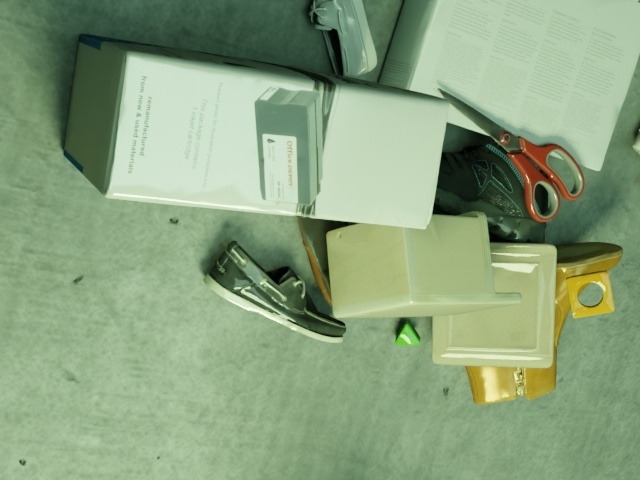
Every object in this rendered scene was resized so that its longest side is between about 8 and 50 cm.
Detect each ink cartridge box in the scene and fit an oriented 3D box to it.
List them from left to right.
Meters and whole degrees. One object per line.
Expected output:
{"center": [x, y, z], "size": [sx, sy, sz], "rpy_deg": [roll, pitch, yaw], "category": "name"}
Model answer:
{"center": [-0.086, -0.134, 1.391], "size": [0.395, 0.285, 0.166], "rpy_deg": [6, 101, -24], "category": "ink cartridge box"}

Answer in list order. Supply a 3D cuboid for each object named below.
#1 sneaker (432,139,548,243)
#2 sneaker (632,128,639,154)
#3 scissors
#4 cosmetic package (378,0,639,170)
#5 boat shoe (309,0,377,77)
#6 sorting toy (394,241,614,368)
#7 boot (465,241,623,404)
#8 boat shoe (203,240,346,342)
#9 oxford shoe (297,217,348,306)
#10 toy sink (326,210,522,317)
{"center": [0.203, -0.089, 1.683], "size": [0.341, 0.125, 0.139], "rpy_deg": [19, 80, -36], "category": "sneaker"}
{"center": [0.558, -0.182, 1.842], "size": [0.115, 0.090, 0.232], "rpy_deg": [-14, 109, -20], "category": "sneaker"}
{"center": [0.279, -0.146, 1.642], "size": [0.109, 0.021, 0.297], "rpy_deg": [-48, 116, -10], "category": "scissors"}
{"center": [0.292, -0.287, 1.668], "size": [0.377, 0.097, 0.284], "rpy_deg": [14, 100, -29], "category": "cosmetic package"}
{"center": [0.019, -0.303, 1.547], "size": [0.063, 0.066, 0.184], "rpy_deg": [-31, 126, -17], "category": "boat shoe"}
{"center": [0.261, 0.094, 1.719], "size": [0.348, 0.047, 0.196], "rpy_deg": [1, 102, 7], "category": "sorting toy"}
{"center": [0.356, 0.134, 1.811], "size": [0.295, 0.104, 0.211], "rpy_deg": [-17, 104, -9], "category": "boot"}
{"center": [-0.049, 0.078, 1.605], "size": [0.233, 0.084, 0.079], "rpy_deg": [30, 90, -28], "category": "boat shoe"}
{"center": [0.000, 0.000, 1.621], "size": [0.076, 0.076, 0.212], "rpy_deg": [-16, 95, -24], "category": "oxford shoe"}
{"center": [0.147, 0.033, 1.585], "size": [0.234, 0.153, 0.131], "rpy_deg": [2, 79, -41], "category": "toy sink"}
